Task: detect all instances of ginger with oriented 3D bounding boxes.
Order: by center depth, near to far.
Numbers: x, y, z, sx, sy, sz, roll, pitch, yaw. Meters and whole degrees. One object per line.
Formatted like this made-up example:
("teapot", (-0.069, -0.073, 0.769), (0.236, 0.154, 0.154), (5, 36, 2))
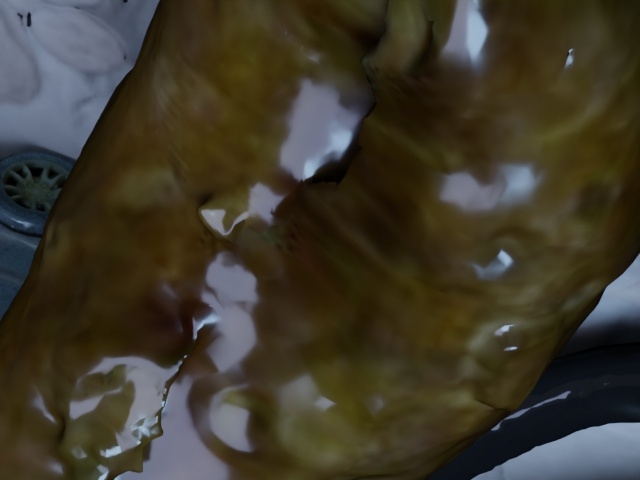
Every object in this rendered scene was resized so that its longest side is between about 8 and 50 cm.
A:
("ginger", (0.000, 0.000, 0.604), (0.165, 0.172, 0.321), (39, 118, 15))

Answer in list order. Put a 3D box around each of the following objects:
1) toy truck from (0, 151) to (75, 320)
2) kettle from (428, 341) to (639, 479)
("toy truck", (-0.211, 0.014, 0.723), (0.256, 0.140, 0.108), (21, 132, 4))
("kettle", (0.129, 0.191, 0.732), (0.271, 0.251, 0.207), (-30, 144, 29))
